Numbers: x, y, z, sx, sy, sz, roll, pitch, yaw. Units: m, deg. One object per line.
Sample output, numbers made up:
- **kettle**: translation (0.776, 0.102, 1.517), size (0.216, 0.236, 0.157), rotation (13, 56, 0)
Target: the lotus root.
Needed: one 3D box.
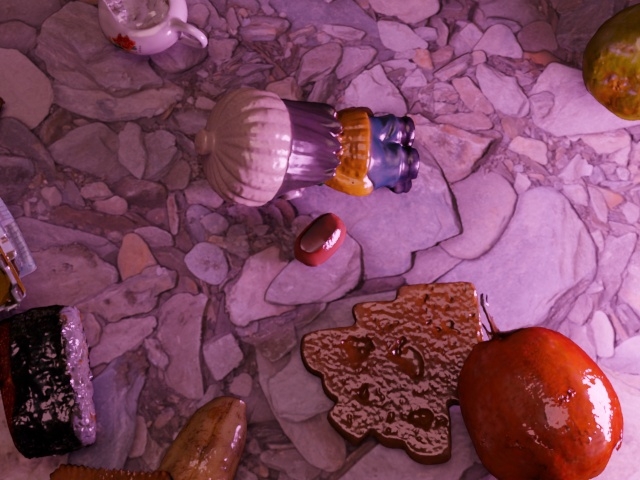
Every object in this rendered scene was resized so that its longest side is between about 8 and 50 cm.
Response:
- **lotus root**: translation (-0.180, 0.337, 1.521), size (0.110, 0.097, 0.258), rotation (17, 68, 12)

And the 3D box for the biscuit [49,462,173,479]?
- **biscuit**: translation (-0.307, 0.430, 1.483), size (0.232, 0.013, 0.236), rotation (-3, 70, 30)

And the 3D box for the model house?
- **model house**: translation (-0.558, 0.036, 1.585), size (0.224, 0.215, 0.198), rotation (-28, 103, -7)

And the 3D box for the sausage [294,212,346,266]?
- **sausage**: translation (0.000, 0.000, 1.655), size (0.059, 0.054, 0.094), rotation (39, 77, 15)

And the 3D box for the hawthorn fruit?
- **hawthorn fruit**: translation (0.285, 0.205, 1.487), size (0.211, 0.211, 0.299), rotation (-25, 74, -6)

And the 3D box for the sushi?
- **sushi**: translation (-0.393, 0.199, 1.561), size (0.126, 0.136, 0.225), rotation (-16, 63, -6)

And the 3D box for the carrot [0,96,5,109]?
- **carrot**: translation (-0.553, -0.173, 1.753), size (0.048, 0.048, 0.139), rotation (8, 73, 6)

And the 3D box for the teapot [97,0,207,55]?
- **teapot**: translation (-0.285, -0.369, 1.786), size (0.226, 0.092, 0.145), rotation (24, 75, 10)

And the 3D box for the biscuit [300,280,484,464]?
- **biscuit**: translation (0.134, 0.178, 1.590), size (0.301, 0.043, 0.278), rotation (-42, 72, -13)

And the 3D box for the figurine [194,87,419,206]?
- **figurine**: translation (-0.018, -0.145, 1.630), size (0.333, 0.204, 0.185), rotation (-6, 67, 0)

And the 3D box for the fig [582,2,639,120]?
- **fig**: translation (0.516, -0.300, 1.687), size (0.167, 0.167, 0.233), rotation (38, 84, 15)
